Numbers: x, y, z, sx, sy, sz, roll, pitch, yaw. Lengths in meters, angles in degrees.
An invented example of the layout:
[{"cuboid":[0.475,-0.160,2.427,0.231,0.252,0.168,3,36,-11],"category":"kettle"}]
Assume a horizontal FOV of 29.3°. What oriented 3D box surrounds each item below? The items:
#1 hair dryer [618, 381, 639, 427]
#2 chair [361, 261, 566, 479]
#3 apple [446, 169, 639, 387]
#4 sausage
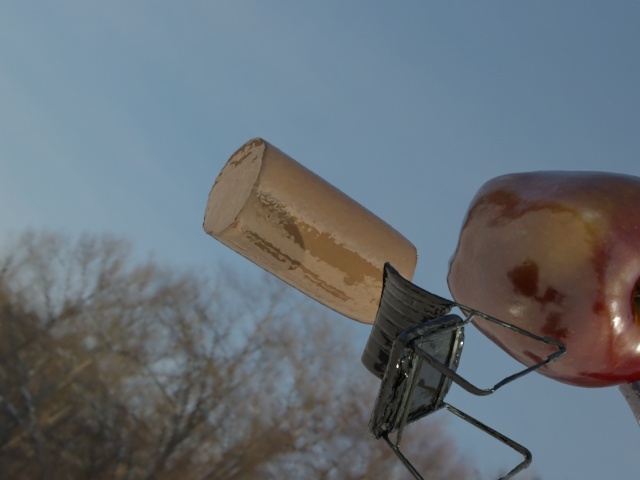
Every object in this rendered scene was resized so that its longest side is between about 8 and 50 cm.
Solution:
[{"cuboid":[0.447,0.292,1.732,0.121,0.301,0.361,-57,-144,42],"category":"hair dryer"},{"cuboid":[0.099,0.128,1.181,0.221,0.145,0.140,32,-59,33],"category":"chair"},{"cuboid":[0.325,0.044,1.553,0.316,0.288,0.288,21,-39,48],"category":"apple"},{"cuboid":[0.000,0.000,1.370,0.252,0.123,0.123,32,-11,-23],"category":"sausage"}]
